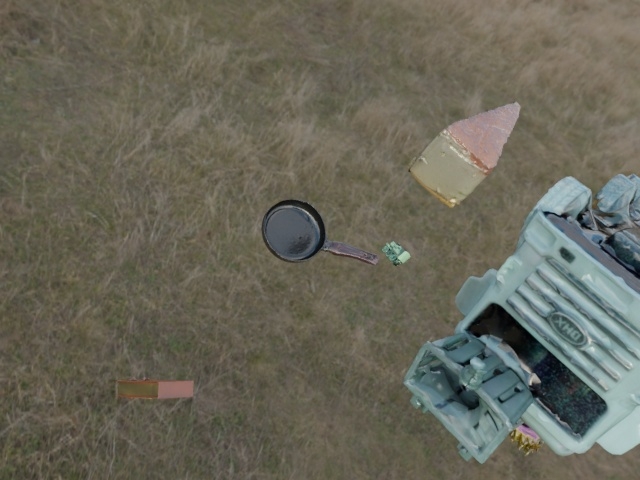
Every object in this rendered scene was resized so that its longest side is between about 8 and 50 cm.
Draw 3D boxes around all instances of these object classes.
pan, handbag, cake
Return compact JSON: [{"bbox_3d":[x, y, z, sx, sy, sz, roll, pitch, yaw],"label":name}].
[{"bbox_3d":[0.000,0.001,1.025,0.212,0.040,0.114,20,68,-8],"label":"pan"},{"bbox_3d":[-0.466,0.413,1.656,0.127,0.190,0.062,15,71,-53],"label":"handbag"},{"bbox_3d":[0.236,-0.130,0.890,0.225,0.109,0.090,-28,71,-44],"label":"cake"}]

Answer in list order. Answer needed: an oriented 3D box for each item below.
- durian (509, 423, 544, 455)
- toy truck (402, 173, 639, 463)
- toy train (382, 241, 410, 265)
[{"bbox_3d":[0.468,0.332,1.309,0.154,0.186,0.260,23,62,28],"label":"durian"},{"bbox_3d":[0.201,0.062,0.443,0.133,0.184,0.338,45,30,25],"label":"toy truck"},{"bbox_3d":[0.201,0.033,1.592,0.033,0.053,0.083,45,7,-35],"label":"toy train"}]
